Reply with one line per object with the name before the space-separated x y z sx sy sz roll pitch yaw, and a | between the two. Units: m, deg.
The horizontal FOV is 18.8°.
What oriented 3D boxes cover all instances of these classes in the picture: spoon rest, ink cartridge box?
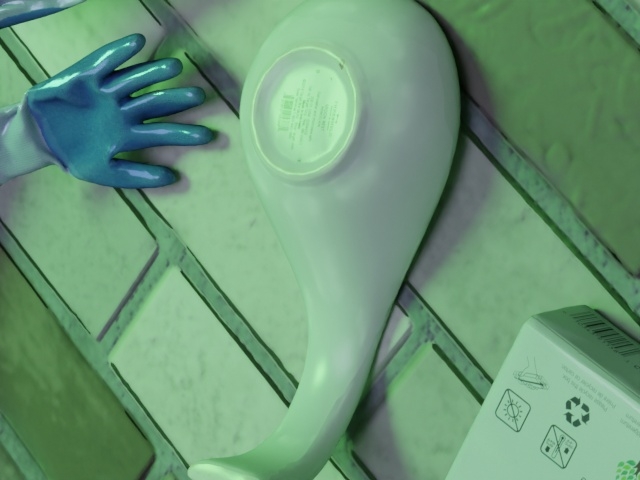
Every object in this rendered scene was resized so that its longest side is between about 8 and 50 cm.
spoon rest | 0.000 0.000 1.028 0.137 0.084 0.276 14 91 36
ink cartridge box | 0.109 0.213 0.963 0.165 0.065 0.332 39 117 29

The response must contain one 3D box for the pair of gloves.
pair of gloves | -0.152 -0.113 1.101 0.159 0.023 0.198 -10 114 21
